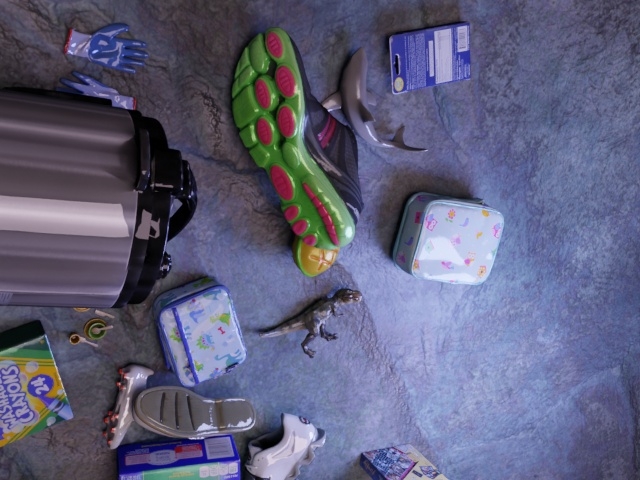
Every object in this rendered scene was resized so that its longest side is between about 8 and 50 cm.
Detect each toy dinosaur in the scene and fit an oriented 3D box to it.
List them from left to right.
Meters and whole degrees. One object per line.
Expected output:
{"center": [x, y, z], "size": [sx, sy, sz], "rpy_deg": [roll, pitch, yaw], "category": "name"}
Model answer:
{"center": [-0.015, 0.209, 1.850], "size": [0.268, 0.064, 0.118], "rpy_deg": [-26, 112, -17], "category": "toy dinosaur"}

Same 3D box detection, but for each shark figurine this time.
{"center": [0.115, -0.270, 1.719], "size": [0.166, 0.116, 0.278], "rpy_deg": [-42, 121, -9], "category": "shark figurine"}

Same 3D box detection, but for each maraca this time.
{"center": [0.000, 0.000, 1.762], "size": [0.185, 0.099, 0.127], "rpy_deg": [-54, 139, -32], "category": "maraca"}

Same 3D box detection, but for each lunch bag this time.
{"center": [-0.267, 0.204, 1.686], "size": [0.176, 0.090, 0.219], "rpy_deg": [-19, 115, -20], "category": "lunch bag"}
{"center": [0.326, -0.008, 1.934], "size": [0.279, 0.108, 0.224], "rpy_deg": [7, 99, -33], "category": "lunch bag"}

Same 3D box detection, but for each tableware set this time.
{"center": [-0.471, 0.148, 1.587], "size": [0.104, 0.024, 0.154], "rpy_deg": [28, 93, -34], "category": "tableware set"}

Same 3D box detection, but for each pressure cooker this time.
{"center": [-0.432, -0.059, 1.328], "size": [0.421, 0.370, 0.375], "rpy_deg": [5, 109, -27], "category": "pressure cooker"}

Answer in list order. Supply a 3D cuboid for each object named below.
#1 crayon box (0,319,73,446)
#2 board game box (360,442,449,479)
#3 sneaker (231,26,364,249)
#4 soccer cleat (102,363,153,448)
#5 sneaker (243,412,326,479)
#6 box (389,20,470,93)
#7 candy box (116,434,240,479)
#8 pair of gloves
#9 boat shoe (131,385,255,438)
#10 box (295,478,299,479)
{"center": [-0.674, 0.311, 1.495], "size": [0.323, 0.083, 0.203], "rpy_deg": [-20, 116, -22], "category": "crayon box"}
{"center": [0.237, 0.632, 2.032], "size": [0.165, 0.243, 0.042], "rpy_deg": [-2, 109, -29], "category": "board game box"}
{"center": [-0.038, -0.217, 1.639], "size": [0.202, 0.185, 0.482], "rpy_deg": [-47, 124, -52], "category": "sneaker"}
{"center": [-0.418, 0.366, 1.672], "size": [0.076, 0.068, 0.196], "rpy_deg": [12, 98, -35], "category": "soccer cleat"}
{"center": [-0.142, 0.563, 1.884], "size": [0.146, 0.122, 0.330], "rpy_deg": [36, 89, -16], "category": "sneaker"}
{"center": [0.250, -0.426, 1.782], "size": [0.225, 0.036, 0.136], "rpy_deg": [-16, 114, -25], "category": "box"}
{"center": [-0.322, 0.622, 1.753], "size": [0.268, 0.122, 0.317], "rpy_deg": [-3, 110, -14], "category": "candy box"}
{"center": [-0.413, -0.317, 1.453], "size": [0.159, 0.023, 0.198], "rpy_deg": [6, 105, -33], "category": "pair of gloves"}
{"center": [-0.294, 0.396, 1.708], "size": [0.302, 0.103, 0.113], "rpy_deg": [19, 55, -38], "category": "boat shoe"}
{"center": [-0.018, 0.822, 1.865], "size": [0.212, 0.395, 0.293], "rpy_deg": [34, 89, -34], "category": "box"}
